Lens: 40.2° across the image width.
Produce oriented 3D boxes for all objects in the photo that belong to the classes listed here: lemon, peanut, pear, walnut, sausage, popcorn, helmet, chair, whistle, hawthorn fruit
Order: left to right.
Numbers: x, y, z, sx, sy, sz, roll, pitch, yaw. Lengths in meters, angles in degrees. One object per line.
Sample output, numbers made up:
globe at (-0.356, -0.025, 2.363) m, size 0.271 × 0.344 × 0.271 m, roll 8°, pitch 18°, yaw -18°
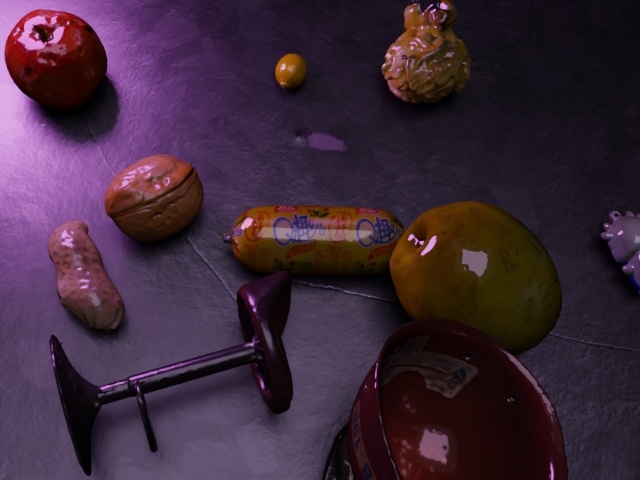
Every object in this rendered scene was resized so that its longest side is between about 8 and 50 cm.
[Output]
hawthorn fruit at (-0.483, -0.341, 1.584) m, size 0.179 × 0.200 × 0.179 m, roll 0°, pitch 66°, yaw -1°
peanut at (-0.403, 0.061, 1.489) m, size 0.099 × 0.099 × 0.214 m, roll -18°, pitch 73°, yaw -14°
walnut at (-0.289, -0.075, 1.538) m, size 0.180 × 0.144 × 0.144 m, roll -39°, pitch 77°, yaw -23°
chair at (-0.203, 0.200, 1.387) m, size 0.400 × 0.226 × 0.227 m, roll -16°, pitch 71°, yaw -14°
lemon at (-0.058, -0.329, 1.708) m, size 0.062 × 0.062 × 0.083 m, roll 22°, pitch 68°, yaw 2°
sausage at (0.000, 0.000, 1.548) m, size 0.346 × 0.123 × 0.123 m, roll 0°, pitch 68°, yaw -6°
popcorn at (0.203, -0.368, 1.721) m, size 0.168 × 0.173 × 0.195 m, roll -16°, pitch 77°, yaw 15°
helmet at (0.175, 0.331, 1.317) m, size 0.337 × 0.230 × 0.385 m, roll 7°, pitch 53°, yaw -32°
pear at (0.271, 0.073, 1.488) m, size 0.307 × 0.253 × 0.253 m, roll 40°, pitch 67°, yaw -16°
whistle at (0.614, 0.046, 1.626) m, size 0.110 × 0.092 × 0.244 m, roll -26°, pitch 72°, yaw -18°

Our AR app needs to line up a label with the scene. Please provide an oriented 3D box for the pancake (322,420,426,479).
pancake at (0.141, 0.410, 1.440) m, size 0.294 × 0.049 × 0.295 m, roll 4°, pitch 68°, yaw -10°
